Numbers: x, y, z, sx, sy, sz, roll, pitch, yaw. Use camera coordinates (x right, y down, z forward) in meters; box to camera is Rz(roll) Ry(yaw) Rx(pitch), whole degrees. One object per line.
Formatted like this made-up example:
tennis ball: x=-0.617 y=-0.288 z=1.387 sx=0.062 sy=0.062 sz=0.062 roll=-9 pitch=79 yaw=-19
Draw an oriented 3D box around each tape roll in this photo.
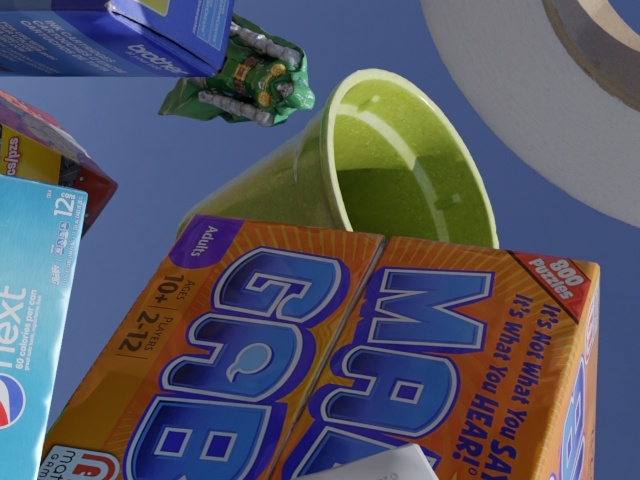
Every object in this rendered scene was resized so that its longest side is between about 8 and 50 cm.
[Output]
tape roll: x=0.238 y=-0.174 z=0.854 sx=0.392 sy=0.392 sz=0.072 roll=-24 pitch=-163 yaw=44

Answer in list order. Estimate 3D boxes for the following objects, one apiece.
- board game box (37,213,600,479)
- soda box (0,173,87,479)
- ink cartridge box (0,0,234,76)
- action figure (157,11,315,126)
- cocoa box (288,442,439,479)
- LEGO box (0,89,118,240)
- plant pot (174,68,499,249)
board game box: x=0.016 y=0.239 z=1.141 sx=0.356 sy=0.356 sz=0.356 roll=7 pitch=-141 yaw=18
soda box: x=-0.211 y=0.065 z=0.918 sx=0.067 sy=0.071 sz=0.210 roll=-10 pitch=-111 yaw=65
ink cartridge box: x=-0.198 y=-0.267 z=1.030 sx=0.395 sy=0.151 sz=0.270 roll=4 pitch=-100 yaw=26
action figure: x=-0.078 y=-0.160 z=1.329 sx=0.232 sy=0.063 sz=0.137 roll=26 pitch=-83 yaw=48
cocoa box: x=-0.075 y=0.281 z=0.604 sx=0.228 sy=0.347 sz=0.231 roll=100 pitch=-32 yaw=-48
LEGO box: x=-0.523 y=0.028 z=1.506 sx=0.500 sy=0.372 sz=0.193 roll=-54 pitch=-133 yaw=7
plant pot: x=0.000 y=0.000 z=1.424 sx=0.254 sy=0.276 sz=0.276 roll=-22 pitch=-123 yaw=35
